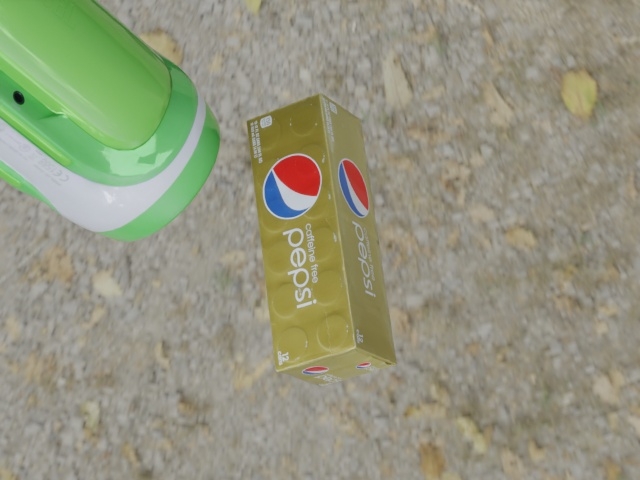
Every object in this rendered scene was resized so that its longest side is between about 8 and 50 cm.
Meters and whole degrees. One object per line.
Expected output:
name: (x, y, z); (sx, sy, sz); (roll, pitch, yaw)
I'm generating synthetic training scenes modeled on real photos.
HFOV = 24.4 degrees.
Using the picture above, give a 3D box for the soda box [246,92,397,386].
soda box: (0.000, 0.000, 0.975); (0.061, 0.181, 0.058); (-19, 156, 25)

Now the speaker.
speaker: (-0.197, -0.122, 0.907); (0.131, 0.131, 0.296); (-39, 126, 15)
